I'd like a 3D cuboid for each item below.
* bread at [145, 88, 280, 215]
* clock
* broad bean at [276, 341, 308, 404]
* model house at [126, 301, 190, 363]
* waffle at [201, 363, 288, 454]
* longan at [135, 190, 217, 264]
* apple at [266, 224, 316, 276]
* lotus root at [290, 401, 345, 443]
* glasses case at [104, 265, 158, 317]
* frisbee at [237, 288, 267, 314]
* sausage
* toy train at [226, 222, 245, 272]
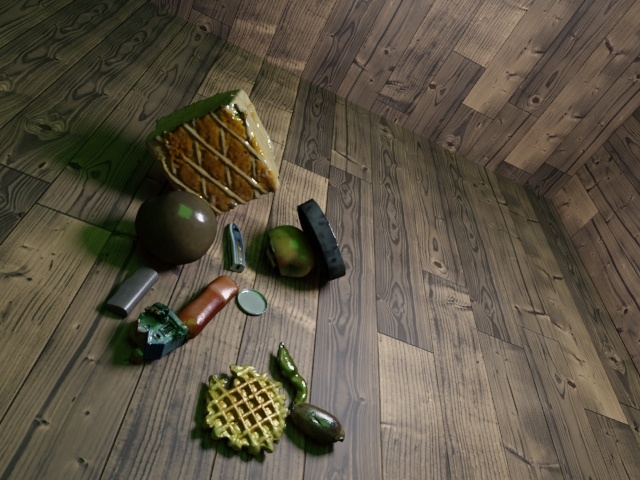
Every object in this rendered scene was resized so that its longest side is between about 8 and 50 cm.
[{"bbox_3d":[-0.371,-0.320,1.915,0.279,0.371,0.390,-104,169,-53],"label":"bread"},{"bbox_3d":[0.000,-0.001,1.970,0.066,0.319,0.319,-22,56,-9],"label":"clock"},{"bbox_3d":[-0.092,0.411,1.620,0.070,0.048,0.213,2,49,-36],"label":"broad bean"},{"bbox_3d":[-0.472,0.267,1.460,0.148,0.119,0.149,42,45,13],"label":"model house"},{"bbox_3d":[-0.203,0.464,1.471,0.250,0.056,0.261,21,35,-15],"label":"waffle"},{"bbox_3d":[-0.468,-0.046,1.707,0.258,0.258,0.258,20,38,-16],"label":"longan"},{"bbox_3d":[-0.113,0.033,1.957,0.207,0.174,0.188,29,35,-33],"label":"apple"},{"bbox_3d":[-0.007,0.527,1.518,0.179,0.080,0.089,32,34,-2],"label":"lotus root"},{"bbox_3d":[-0.565,0.150,1.583,0.072,0.042,0.190,24,36,1],"label":"glasses case"},{"bbox_3d":[-0.231,0.209,1.782,0.110,0.014,0.110,19,38,-16],"label":"frisbee"},{"bbox_3d":[-0.354,0.203,1.641,0.089,0.083,0.300,30,32,8],"label":"sausage"},{"bbox_3d":[-0.312,0.009,1.929,0.055,0.048,0.252,15,39,-27],"label":"toy train"}]
